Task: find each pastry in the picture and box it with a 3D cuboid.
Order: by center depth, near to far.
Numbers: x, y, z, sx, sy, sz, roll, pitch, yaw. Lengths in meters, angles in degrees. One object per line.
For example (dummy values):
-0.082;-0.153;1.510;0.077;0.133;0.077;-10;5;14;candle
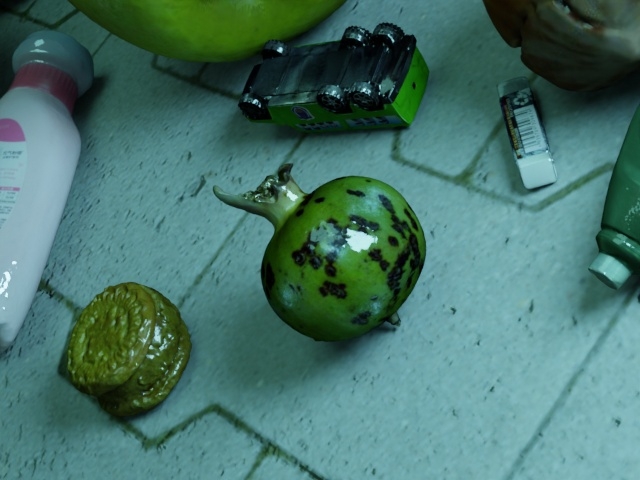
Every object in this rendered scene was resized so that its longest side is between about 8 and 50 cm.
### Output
-0.152;0.084;1.044;0.097;0.057;0.109;-41;40;9;pastry

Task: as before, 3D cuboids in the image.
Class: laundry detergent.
0.246;-0.053;0.819;0.211;0.063;0.137;-51;47;-5;laundry detergent
-0.293;-0.050;1.249;0.159;0.088;0.335;-13;50;33;laundry detergent

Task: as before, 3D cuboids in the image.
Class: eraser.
0.147;-0.078;0.953;0.027;0.019;0.099;-18;47;10;eraser

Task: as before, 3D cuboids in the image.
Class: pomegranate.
0.000;0.000;0.921;0.122;0.161;0.122;-51;-2;-3;pomegranate

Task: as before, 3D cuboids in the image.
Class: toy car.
0.009;-0.124;1.073;0.165;0.062;0.071;-1;57;39;toy car

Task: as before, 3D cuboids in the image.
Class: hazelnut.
0.195;-0.194;0.901;0.182;0.182;0.182;-22;46;25;hazelnut

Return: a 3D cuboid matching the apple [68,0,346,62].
-0.105;-0.318;1.123;0.340;0.339;0.339;-22;46;25;apple
